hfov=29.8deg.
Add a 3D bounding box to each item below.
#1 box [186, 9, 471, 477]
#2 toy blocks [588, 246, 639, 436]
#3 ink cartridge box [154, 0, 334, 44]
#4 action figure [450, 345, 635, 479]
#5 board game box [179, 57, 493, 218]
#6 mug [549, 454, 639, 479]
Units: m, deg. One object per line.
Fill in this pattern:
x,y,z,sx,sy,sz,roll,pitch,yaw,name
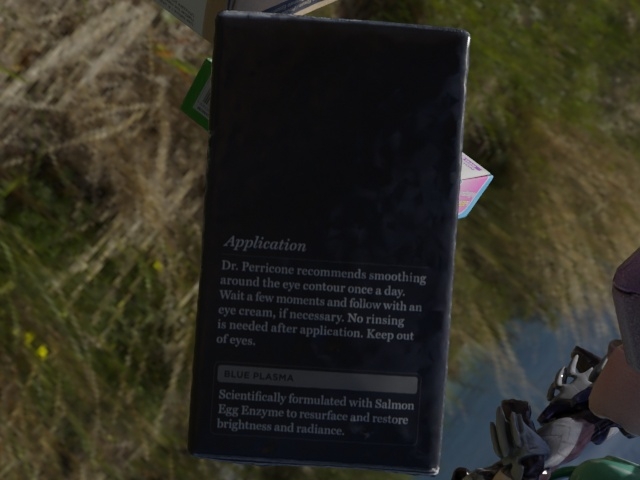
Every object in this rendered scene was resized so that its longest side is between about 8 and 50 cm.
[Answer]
0.000,0.000,0.488,0.156,0.093,0.158,-173,-93,-88,box
0.291,0.114,0.683,0.309,0.289,0.260,-23,130,-72,toy blocks
-0.109,-0.312,1.221,0.193,0.235,0.088,-32,152,-39,ink cartridge box
0.168,0.181,0.978,0.285,0.099,0.185,-33,165,-30,action figure
0.030,-0.105,1.318,0.064,0.242,0.316,-58,160,21,board game box
0.298,0.273,1.227,0.129,0.158,0.097,72,41,-80,mug
